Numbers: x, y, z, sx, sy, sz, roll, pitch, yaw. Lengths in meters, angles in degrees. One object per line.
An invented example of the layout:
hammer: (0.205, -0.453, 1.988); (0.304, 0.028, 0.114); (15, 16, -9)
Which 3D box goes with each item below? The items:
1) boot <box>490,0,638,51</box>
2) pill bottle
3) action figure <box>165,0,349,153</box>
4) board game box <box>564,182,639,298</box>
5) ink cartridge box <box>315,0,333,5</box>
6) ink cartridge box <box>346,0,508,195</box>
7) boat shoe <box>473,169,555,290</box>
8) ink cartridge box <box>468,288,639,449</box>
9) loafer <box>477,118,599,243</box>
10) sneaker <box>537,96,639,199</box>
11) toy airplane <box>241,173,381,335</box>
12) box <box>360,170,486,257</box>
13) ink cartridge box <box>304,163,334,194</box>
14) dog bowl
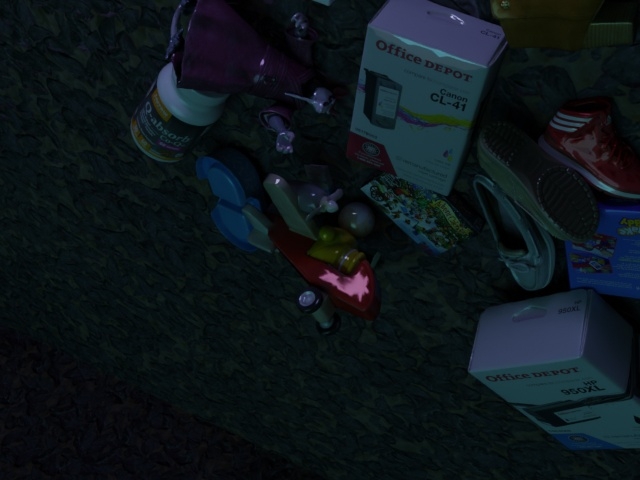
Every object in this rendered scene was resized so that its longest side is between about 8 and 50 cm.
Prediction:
boot: (0.348, -0.403, 1.013); (0.211, 0.104, 0.295); (9, 140, 29)
pill bottle: (-0.307, -0.302, 1.554); (0.162, 0.162, 0.278); (42, 142, -10)
action figure: (-0.123, -0.323, 1.375); (0.370, 0.248, 0.276); (21, -177, -24)
board game box: (0.630, 0.009, 1.268); (0.347, 0.078, 0.233); (7, 138, 31)
ink cartridge box: (0.003, -0.493, 1.176); (0.090, 0.092, 0.143); (24, 140, 14)
ink cartridge box: (0.184, -0.258, 1.270); (0.226, 0.131, 0.306); (24, 143, 13)
boat shoe: (0.379, -0.021, 1.381); (0.118, 0.103, 0.320); (27, 147, 50)
ink cartridge box: (0.560, 0.293, 1.510); (0.395, 0.166, 0.285); (38, 145, -24)
loafer: (0.382, -0.103, 1.237); (0.268, 0.102, 0.092); (48, 172, 3)
sneaker: (0.493, -0.161, 1.187); (0.221, 0.087, 0.128); (25, 143, 10)
toy airplane: (0.000, 0.000, 1.623); (0.384, 0.272, 0.386); (51, 177, -6)
box: (0.220, -0.077, 1.510); (0.233, 0.044, 0.159); (43, 142, -12)
ink cartridge box: (-0.003, -0.147, 1.609); (0.048, 0.028, 0.083); (8, 136, 29)
dog bowl: (-0.210, -0.106, 1.748); (0.166, 0.074, 0.297); (24, 144, 33)
